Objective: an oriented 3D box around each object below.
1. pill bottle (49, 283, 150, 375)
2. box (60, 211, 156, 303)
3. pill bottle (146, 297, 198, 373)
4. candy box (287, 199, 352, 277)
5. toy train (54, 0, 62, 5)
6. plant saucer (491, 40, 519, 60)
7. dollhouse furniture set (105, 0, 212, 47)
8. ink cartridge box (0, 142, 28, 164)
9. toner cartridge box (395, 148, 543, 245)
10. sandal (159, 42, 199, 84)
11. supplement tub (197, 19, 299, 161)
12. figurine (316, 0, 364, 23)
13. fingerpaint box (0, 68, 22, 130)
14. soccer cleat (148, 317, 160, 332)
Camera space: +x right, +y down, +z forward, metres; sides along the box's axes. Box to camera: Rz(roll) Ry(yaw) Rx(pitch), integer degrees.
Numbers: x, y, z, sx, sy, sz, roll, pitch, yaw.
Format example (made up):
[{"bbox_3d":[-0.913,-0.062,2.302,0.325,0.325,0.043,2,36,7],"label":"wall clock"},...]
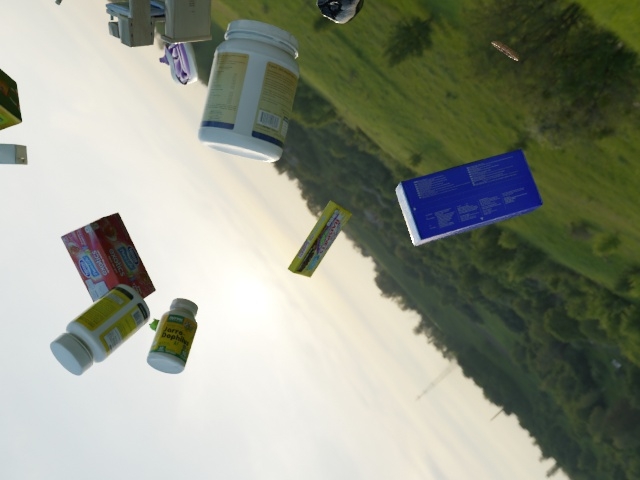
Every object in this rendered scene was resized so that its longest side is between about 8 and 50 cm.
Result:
[{"bbox_3d":[-0.509,0.206,1.369,0.119,0.208,0.119,21,133,24],"label":"pill bottle"},{"bbox_3d":[-0.594,0.067,1.660,0.257,0.128,0.122,66,-153,-9],"label":"box"},{"bbox_3d":[-0.436,0.283,1.773,0.117,0.117,0.209,44,-137,-37],"label":"pill bottle"},{"bbox_3d":[0.000,0.000,1.510,0.027,0.206,0.105,35,-174,25],"label":"candy box"},{"bbox_3d":[-0.258,-0.386,0.631,0.143,0.248,0.105,35,-179,22],"label":"toy train"},{"bbox_3d":[0.491,-0.503,1.557,0.083,0.013,0.083,30,-159,-13],"label":"plant saucer"},{"bbox_3d":[-0.471,-0.664,1.569,0.303,0.198,0.286,30,-143,32],"label":"dollhouse furniture set"},{"bbox_3d":[-0.955,-0.255,1.734,0.150,0.063,0.109,0,-173,-10],"label":"ink cartridge box"},{"bbox_3d":[0.390,-0.114,1.558,0.075,0.347,0.165,107,147,-75],"label":"toner cartridge box"},{"bbox_3d":[-0.479,-0.590,1.962,0.170,0.102,0.416,68,166,-5],"label":"sandal"},{"bbox_3d":[-0.181,-0.385,1.542,0.228,0.317,0.228,13,179,0],"label":"supplement tub"},{"bbox_3d":[0.095,-0.582,1.220,0.092,0.215,0.209,19,178,-23],"label":"figurine"},{"bbox_3d":[-1.124,-0.397,1.584,0.371,0.444,0.163,59,-168,-69],"label":"fingerpaint box"},{"bbox_3d":[-0.557,0.327,2.165,0.072,0.060,0.179,39,-175,24],"label":"soccer cleat"}]
